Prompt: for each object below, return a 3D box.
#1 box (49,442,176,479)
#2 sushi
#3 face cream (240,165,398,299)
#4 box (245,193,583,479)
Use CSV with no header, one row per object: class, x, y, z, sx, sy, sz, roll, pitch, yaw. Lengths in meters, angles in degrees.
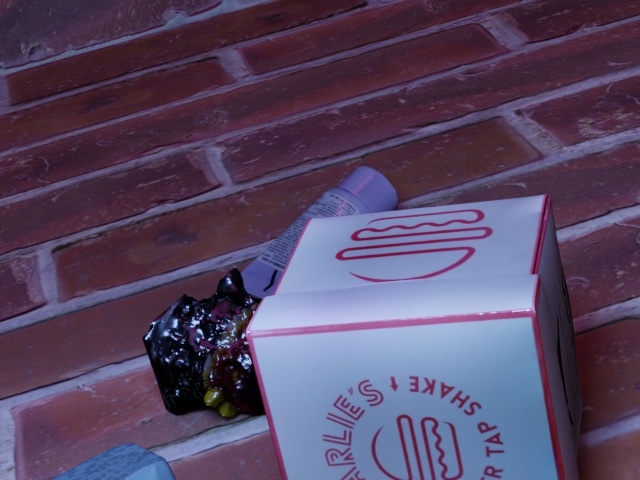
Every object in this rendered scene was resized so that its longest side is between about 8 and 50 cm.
box,-0.252,0.331,1.723,0.227,0.130,0.162,-25,13,-23
sushi,-0.108,0.149,1.992,0.150,0.153,0.172,26,54,34
face cream,0.000,0.000,2.326,0.274,0.096,0.154,-42,39,-23
box,0.125,0.151,1.702,0.312,0.314,0.300,-5,25,16
